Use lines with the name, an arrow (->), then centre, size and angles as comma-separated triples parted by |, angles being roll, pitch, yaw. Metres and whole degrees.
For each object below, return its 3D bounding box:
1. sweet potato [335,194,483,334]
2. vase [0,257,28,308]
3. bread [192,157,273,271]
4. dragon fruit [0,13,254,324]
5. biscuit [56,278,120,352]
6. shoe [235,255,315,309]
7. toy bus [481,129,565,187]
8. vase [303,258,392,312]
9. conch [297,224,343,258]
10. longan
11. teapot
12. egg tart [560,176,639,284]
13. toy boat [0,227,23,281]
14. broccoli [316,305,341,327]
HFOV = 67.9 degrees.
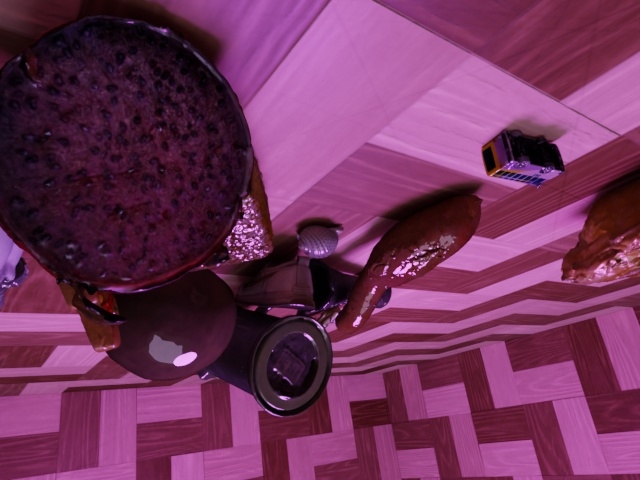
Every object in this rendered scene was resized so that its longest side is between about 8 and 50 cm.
sweet potato -> 0.132, 0.044, 0.851 | 0.109, 0.109, 0.385 | 11, 137, -39
vase -> -0.527, 0.068, 0.763 | 0.148, 0.081, 0.081 | -28, 151, 33
bread -> -0.183, -0.033, 0.596 | 0.234, 0.111, 0.184 | -9, 155, -2
dragon fruit -> -0.185, -0.068, 0.428 | 0.218, 0.224, 0.148 | -34, -153, -34
biscuit -> -0.320, 0.030, 0.627 | 0.041, 0.212, 0.239 | -22, 135, -15
shoe -> -0.091, 0.086, 0.941 | 0.103, 0.098, 0.275 | 13, 169, -30
toy bus -> 0.273, -0.108, 0.643 | 0.102, 0.052, 0.058 | 6, 157, -27
vase -> 0.061, 0.106, 1.033 | 0.115, 0.115, 0.237 | -26, 155, 37
conch -> -0.001, 0.004, 0.820 | 0.085, 0.057, 0.076 | 1, 169, -21
longan -> -0.266, 0.132, 0.833 | 0.248, 0.248, 0.248 | -7, 158, -3
teapot -> -0.139, 0.225, 1.080 | 0.337, 0.270, 0.200 | 0, 139, 51
egg tart -> 0.613, -0.032, 0.815 | 0.339, 0.153, 0.351 | -7, 158, -4
toy boat -> -0.332, -0.076, 0.380 | 0.100, 0.199, 0.290 | -43, 156, -11
broccoli -> -0.017, 0.251, 1.382 | 0.204, 0.118, 0.122 | -38, 135, 24
